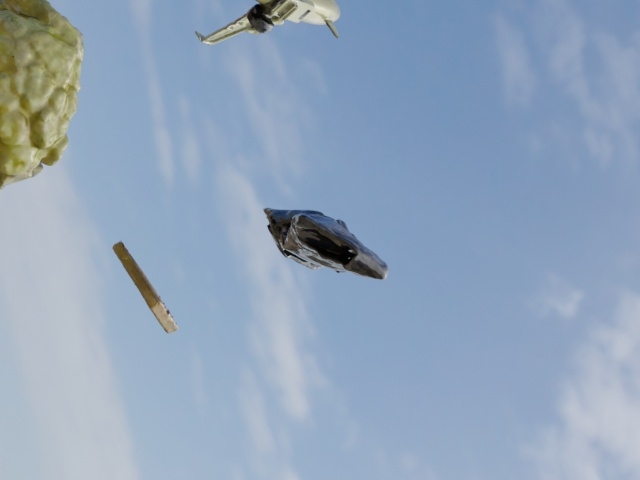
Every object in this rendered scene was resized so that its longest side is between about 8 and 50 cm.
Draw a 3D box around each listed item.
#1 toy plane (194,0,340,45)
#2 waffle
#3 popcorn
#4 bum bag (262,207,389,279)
[{"bbox_3d":[-0.043,-0.310,1.819,0.244,0.229,0.092,17,41,-53],"label":"toy plane"},{"bbox_3d":[-0.228,0.066,1.907,0.135,0.021,0.092,52,-9,39],"label":"waffle"},{"bbox_3d":[-0.399,-0.217,1.840,0.225,0.174,0.286,-44,-137,34],"label":"popcorn"},{"bbox_3d":[0.000,0.000,1.929,0.137,0.074,0.310,32,-7,-14],"label":"bum bag"}]
